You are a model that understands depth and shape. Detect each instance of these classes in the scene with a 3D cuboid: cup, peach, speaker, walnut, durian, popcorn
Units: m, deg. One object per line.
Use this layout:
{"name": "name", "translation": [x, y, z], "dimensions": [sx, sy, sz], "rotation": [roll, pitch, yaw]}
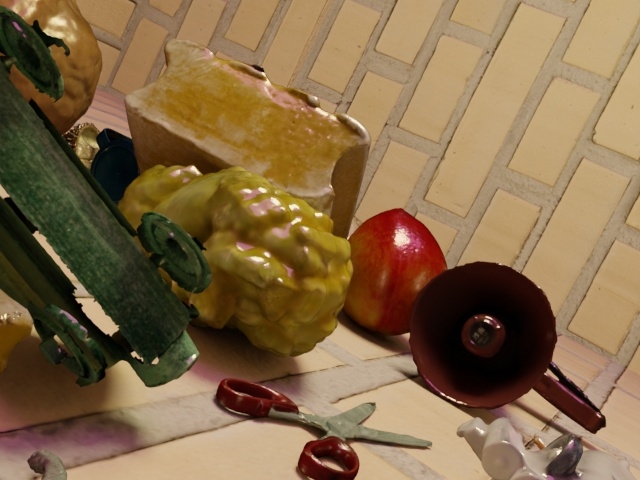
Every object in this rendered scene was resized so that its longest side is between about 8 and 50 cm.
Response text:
{"name": "cup", "translation": [-0.302, -0.107, 1.233], "dimensions": [0.150, 0.113, 0.138], "rotation": [22, 7, 22]}
{"name": "peach", "translation": [0.115, 0.048, 1.197], "dimensions": [0.197, 0.197, 0.197], "rotation": [25, 7, -3]}
{"name": "speaker", "translation": [0.297, 0.161, 1.126], "dimensions": [0.259, 0.198, 0.329], "rotation": [9, -9, 25]}
{"name": "walnut", "translation": [-0.472, -0.272, 1.093], "dimensions": [0.306, 0.306, 0.344], "rotation": [23, -7, -24]}
{"name": "durian", "translation": [-0.395, -0.130, 1.220], "dimensions": [0.071, 0.110, 0.140], "rotation": [-9, 11, 7]}
{"name": "popcorn", "translation": [-0.083, 0.025, 0.839], "dimensions": [0.286, 0.173, 0.225], "rotation": [18, -15, 44]}

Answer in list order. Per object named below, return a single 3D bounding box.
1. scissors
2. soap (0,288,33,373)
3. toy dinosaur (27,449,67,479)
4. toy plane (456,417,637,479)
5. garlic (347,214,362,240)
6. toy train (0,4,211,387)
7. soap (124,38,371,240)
{"name": "scissors", "translation": [0.021, 0.173, 0.709], "dimensions": [0.144, 0.017, 0.248], "rotation": [31, 7, 34]}
{"name": "soap", "translation": [-0.306, 0.027, 0.323], "dimensions": [0.199, 0.091, 0.315], "rotation": [31, 9, 26]}
{"name": "toy dinosaur", "translation": [-0.089, 0.152, 0.352], "dimensions": [0.209, 0.039, 0.082], "rotation": [16, 9, 8]}
{"name": "toy plane", "translation": [0.201, 0.228, 0.578], "dimensions": [0.245, 0.117, 0.244], "rotation": [41, 13, -12]}
{"name": "garlic", "translation": [-0.002, -0.001, 1.355], "dimensions": [0.228, 0.152, 0.228], "rotation": [25, 1, -1]}
{"name": "toy train", "translation": [-0.208, -0.019, 0.522], "dimensions": [0.189, 0.126, 0.307], "rotation": [-15, -64, 49]}
{"name": "soap", "translation": [-0.098, -0.082, 1.045], "dimensions": [0.293, 0.156, 0.335], "rotation": [30, -25, 7]}
